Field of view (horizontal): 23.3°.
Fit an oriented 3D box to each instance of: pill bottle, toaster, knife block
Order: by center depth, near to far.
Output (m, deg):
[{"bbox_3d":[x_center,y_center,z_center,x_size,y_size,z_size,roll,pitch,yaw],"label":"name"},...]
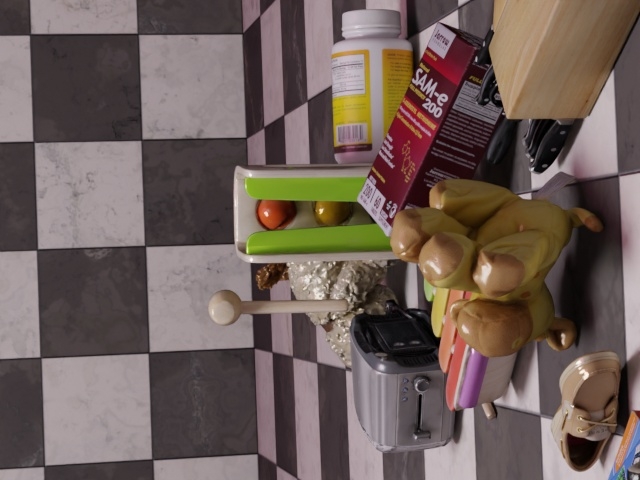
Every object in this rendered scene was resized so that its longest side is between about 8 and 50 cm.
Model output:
[{"bbox_3d":[0.229,-0.167,1.527,0.276,0.088,0.242,-133,41,-72],"label":"knife block"},{"bbox_3d":[0.107,0.186,2.077,0.227,0.129,0.147,-125,32,-67],"label":"toaster"},{"bbox_3d":[0.075,-0.215,2.191,0.117,0.117,0.215,-179,87,-78],"label":"pill bottle"}]

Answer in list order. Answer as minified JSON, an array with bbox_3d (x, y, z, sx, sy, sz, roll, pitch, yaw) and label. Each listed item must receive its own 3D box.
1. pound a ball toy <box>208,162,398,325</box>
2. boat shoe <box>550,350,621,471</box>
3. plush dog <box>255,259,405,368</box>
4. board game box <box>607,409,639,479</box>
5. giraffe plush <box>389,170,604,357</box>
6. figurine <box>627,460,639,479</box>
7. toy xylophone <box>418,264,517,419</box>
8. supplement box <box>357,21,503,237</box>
[{"bbox_3d":[0.000,0.000,2.089,0.136,0.319,0.208,-152,60,-77],"label":"pound a ball toy"},{"bbox_3d":[0.263,0.168,1.495,0.170,0.063,0.059,88,170,-55],"label":"boat shoe"},{"bbox_3d":[0.045,0.096,2.293,0.225,0.210,0.262,60,167,4],"label":"plush dog"},{"bbox_3d":[0.272,0.308,1.376,0.145,0.027,0.281,-117,36,-60],"label":"board game box"},{"bbox_3d":[0.182,0.042,1.577,0.181,0.210,0.171,36,137,44],"label":"giraffe plush"},{"bbox_3d":[0.318,0.280,1.152,0.215,0.092,0.210,-162,62,-77],"label":"figurine"},{"bbox_3d":[0.169,0.079,1.869,0.323,0.081,0.236,-108,20,-55],"label":"toy xylophone"},{"bbox_3d":[0.136,-0.122,1.807,0.239,0.073,0.130,-65,23,13],"label":"supplement box"}]
